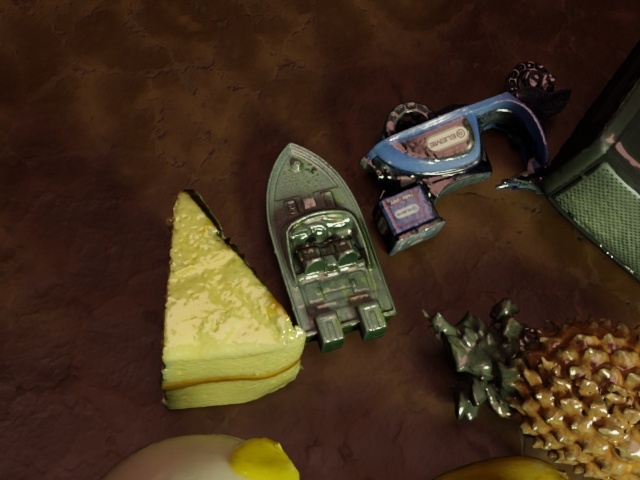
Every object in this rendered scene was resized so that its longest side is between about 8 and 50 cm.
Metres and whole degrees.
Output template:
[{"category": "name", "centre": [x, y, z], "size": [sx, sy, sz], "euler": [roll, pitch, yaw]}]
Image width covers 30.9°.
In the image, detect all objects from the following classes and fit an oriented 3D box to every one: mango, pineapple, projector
[{"category": "mango", "centre": [0.217, 0.362, 1.514], "size": [0.251, 0.114, 0.156], "euler": [-7, 107, 10]}, {"category": "pineapple", "centre": [0.299, 0.189, 1.557], "size": [0.357, 0.223, 0.222], "euler": [17, 67, 15]}, {"category": "projector", "centre": [0.578, -0.111, 1.636], "size": [0.405, 0.242, 0.395], "euler": [39, 71, -2]}]

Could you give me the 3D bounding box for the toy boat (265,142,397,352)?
[{"category": "toy boat", "centre": [0.000, 0.000, 1.660], "size": [0.141, 0.092, 0.319], "euler": [-14, 69, -11]}]

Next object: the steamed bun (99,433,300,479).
[{"category": "steamed bun", "centre": [-0.138, 0.416, 1.363], "size": [0.334, 0.334, 0.373], "euler": [-15, 71, -10]}]

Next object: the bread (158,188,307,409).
[{"category": "bread", "centre": [-0.122, 0.074, 1.535], "size": [0.199, 0.263, 0.236], "euler": [-4, 68, -8]}]

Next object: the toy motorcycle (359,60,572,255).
[{"category": "toy motorcycle", "centre": [0.231, -0.126, 1.718], "size": [0.359, 0.125, 0.212], "euler": [-23, 79, -10]}]
